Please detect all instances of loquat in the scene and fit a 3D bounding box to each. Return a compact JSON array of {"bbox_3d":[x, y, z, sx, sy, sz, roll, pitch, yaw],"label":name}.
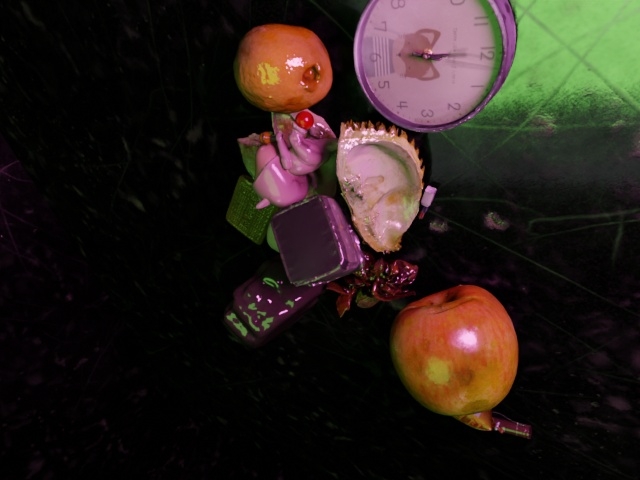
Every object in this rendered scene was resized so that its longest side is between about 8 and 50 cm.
[{"bbox_3d":[-0.086,-0.385,0.953,0.238,0.238,0.193,19,128,21],"label":"loquat"}]

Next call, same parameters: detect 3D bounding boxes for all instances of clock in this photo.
[{"bbox_3d":[0.219,-0.381,0.858,0.325,0.067,0.325,19,134,22],"label":"clock"}]

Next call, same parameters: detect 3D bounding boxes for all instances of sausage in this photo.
[{"bbox_3d":[0.478,0.554,1.430,0.317,0.117,0.125,33,171,8],"label":"sausage"}]

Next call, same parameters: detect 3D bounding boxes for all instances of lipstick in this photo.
[{"bbox_3d":[0.273,-0.093,1.094,0.025,0.025,0.107,27,142,15],"label":"lipstick"}]

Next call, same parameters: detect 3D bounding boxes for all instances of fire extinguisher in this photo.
[{"bbox_3d":[0.636,0.632,1.442,0.157,0.045,0.078,-1,96,37],"label":"fire extinguisher"}]

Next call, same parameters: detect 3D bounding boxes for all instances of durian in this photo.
[{"bbox_3d":[0.154,-0.127,1.023,0.163,0.198,0.394,5,130,31],"label":"durian"}]

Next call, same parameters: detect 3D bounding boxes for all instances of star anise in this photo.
[{"bbox_3d":[0.173,0.106,1.238,0.220,0.125,0.190,4,132,14],"label":"star anise"},{"bbox_3d":[0.065,0.149,1.384,0.144,0.158,0.140,31,142,47],"label":"star anise"}]

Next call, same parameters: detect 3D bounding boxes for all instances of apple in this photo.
[{"bbox_3d":[0.362,0.296,1.140,0.340,0.339,0.339,19,134,21],"label":"apple"}]

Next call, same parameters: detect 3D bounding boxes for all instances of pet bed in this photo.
[{"bbox_3d":[0.000,0.000,1.068,0.183,0.159,0.210,-24,79,23],"label":"pet bed"}]

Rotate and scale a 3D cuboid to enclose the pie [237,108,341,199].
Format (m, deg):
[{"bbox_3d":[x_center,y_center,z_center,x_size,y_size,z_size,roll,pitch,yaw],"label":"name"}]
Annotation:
[{"bbox_3d":[-0.078,-0.225,1.197,0.338,0.075,0.337,17,136,17],"label":"pie"}]

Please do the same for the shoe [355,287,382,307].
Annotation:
[{"bbox_3d":[0.163,0.178,1.373,0.072,0.069,0.109,16,147,-9],"label":"shoe"}]

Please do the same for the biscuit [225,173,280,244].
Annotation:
[{"bbox_3d":[-0.236,-0.100,1.445,0.172,0.029,0.254,38,137,3],"label":"biscuit"}]

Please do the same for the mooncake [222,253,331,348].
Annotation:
[{"bbox_3d":[-0.157,0.202,1.435,0.212,0.351,0.381,45,129,7],"label":"mooncake"}]

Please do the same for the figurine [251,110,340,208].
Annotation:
[{"bbox_3d":[-0.071,-0.205,1.065,0.186,0.176,0.287,52,128,2],"label":"figurine"}]

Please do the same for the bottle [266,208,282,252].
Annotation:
[{"bbox_3d":[-0.025,0.003,1.214,0.237,0.147,0.147,27,137,25],"label":"bottle"}]
